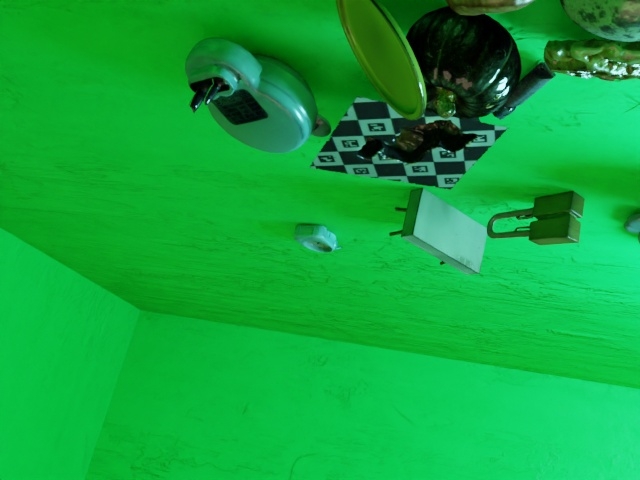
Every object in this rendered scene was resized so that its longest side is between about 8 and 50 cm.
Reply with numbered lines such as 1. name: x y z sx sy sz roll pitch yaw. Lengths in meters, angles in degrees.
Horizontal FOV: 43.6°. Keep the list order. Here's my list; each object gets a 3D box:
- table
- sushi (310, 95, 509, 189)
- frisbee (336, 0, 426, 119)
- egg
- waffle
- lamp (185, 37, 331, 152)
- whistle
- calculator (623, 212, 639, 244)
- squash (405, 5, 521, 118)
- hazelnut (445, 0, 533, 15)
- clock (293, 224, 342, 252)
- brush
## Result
1. table: 0.275 -0.015 1.915 0.240 0.121 0.111 28 157 -33
2. sushi: 0.156 -0.192 1.477 0.294 0.059 0.292 8 159 -12
3. frisbee: 0.092 -0.287 1.214 0.236 0.017 0.236 57 174 10
4. egg: 0.374 -0.312 0.981 0.172 0.132 0.132 12 165 46
5. waffle: 0.417 -0.252 1.117 0.204 0.054 0.223 0 -172 15
6. lamp: -0.124 -0.263 1.461 0.209 0.147 0.284 -6 161 42
7. whistle: 0.337 -0.249 1.339 0.033 0.033 0.176 18 162 -10
8. calculator: 0.789 0.000 1.693 0.299 0.041 0.185 14 161 -3
9. squash: 0.207 -0.265 1.208 0.193 0.156 0.193 39 -172 -6
10. hazelnut: 0.207 -0.353 0.988 0.150 0.150 0.150 13 161 5
11. clock: 0.000 0.001 2.283 0.108 0.045 0.147 1 158 36
12. brush: 0.459 -0.039 1.746 0.047 0.103 0.233 23 161 -35
